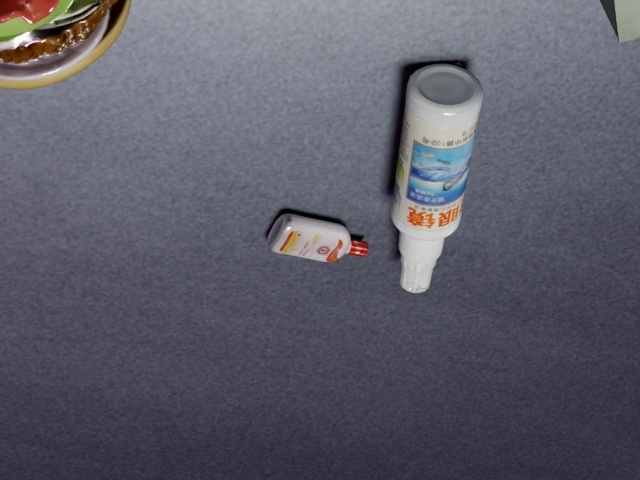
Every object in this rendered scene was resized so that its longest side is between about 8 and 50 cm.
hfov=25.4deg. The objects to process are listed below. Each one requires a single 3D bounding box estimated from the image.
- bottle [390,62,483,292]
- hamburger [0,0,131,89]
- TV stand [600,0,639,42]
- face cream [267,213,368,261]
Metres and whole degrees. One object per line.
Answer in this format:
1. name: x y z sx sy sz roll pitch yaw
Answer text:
1. bottle: 0.085 -0.040 1.118 0.060 0.060 0.217 -4 138 -9
2. hamburger: -0.183 -0.170 0.843 0.175 0.175 0.137 -11 151 -3
3. TV stand: 0.316 -0.226 0.958 0.269 0.083 0.088 -17 140 3
4. face cream: 0.000 0.000 1.165 0.083 0.021 0.040 11 134 -25
